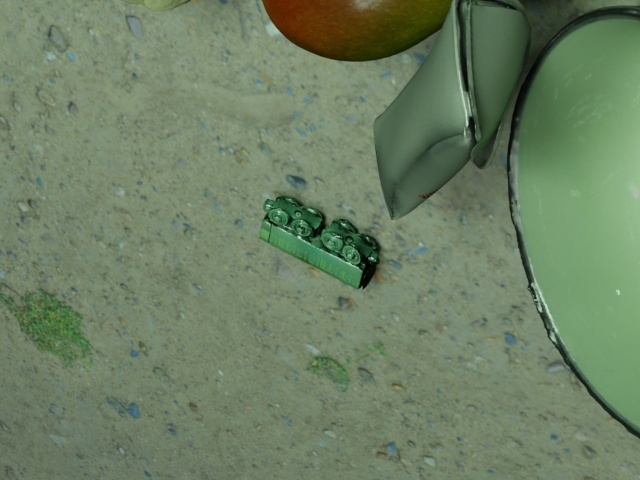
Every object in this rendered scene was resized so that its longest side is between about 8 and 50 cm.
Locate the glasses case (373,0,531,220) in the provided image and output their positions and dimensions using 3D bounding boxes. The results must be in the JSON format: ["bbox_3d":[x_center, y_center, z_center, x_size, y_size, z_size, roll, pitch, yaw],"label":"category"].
[{"bbox_3d":[0.116,-0.108,1.191,0.083,0.128,0.308,5,167,-9],"label":"glasses case"}]

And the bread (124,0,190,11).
[{"bbox_3d":[-0.161,-0.312,1.280,0.148,0.134,0.141,35,146,23],"label":"bread"}]

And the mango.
[{"bbox_3d":[0.065,-0.240,1.177,0.289,0.129,0.146,-19,101,37],"label":"mango"}]

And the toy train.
[{"bbox_3d":[0.000,0.000,1.528,0.148,0.038,0.071,27,142,15],"label":"toy train"}]

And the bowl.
[{"bbox_3d":[0.319,-0.023,1.080,0.354,0.185,0.354,44,141,51],"label":"bowl"}]
